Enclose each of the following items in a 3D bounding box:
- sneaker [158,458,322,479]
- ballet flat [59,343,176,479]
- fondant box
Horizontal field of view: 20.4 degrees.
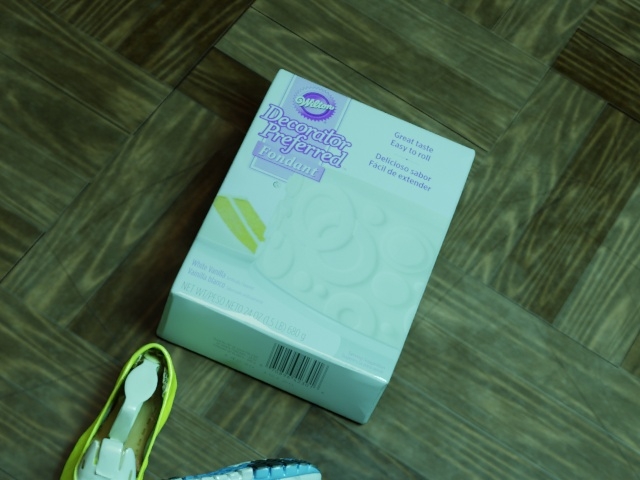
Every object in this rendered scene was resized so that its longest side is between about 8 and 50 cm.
[{"bbox_3d":[-0.084,0.259,1.711,0.190,0.071,0.083,-9,89,-27],"label":"sneaker"},{"bbox_3d":[-0.194,0.194,1.705,0.077,0.077,0.231,22,54,-1],"label":"ballet flat"},{"bbox_3d":[0.000,0.000,1.882,0.238,0.096,0.330,23,52,1],"label":"fondant box"}]
